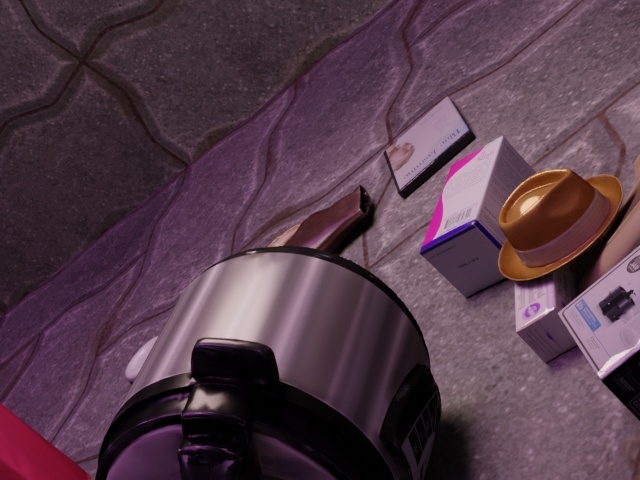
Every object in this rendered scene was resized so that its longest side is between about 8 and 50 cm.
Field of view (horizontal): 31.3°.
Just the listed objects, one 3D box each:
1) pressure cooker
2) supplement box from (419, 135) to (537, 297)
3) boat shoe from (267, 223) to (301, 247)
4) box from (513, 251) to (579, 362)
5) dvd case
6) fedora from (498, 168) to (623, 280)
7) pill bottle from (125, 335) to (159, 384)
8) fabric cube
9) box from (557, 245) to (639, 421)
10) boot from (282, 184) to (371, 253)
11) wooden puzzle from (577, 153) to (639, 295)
[{"bbox_3d":[-0.068,0.257,1.382,0.375,0.370,0.420,-38,16,32],"label":"pressure cooker"},{"bbox_3d":[0.248,-0.038,1.730,0.111,0.114,0.220,-30,25,40],"label":"supplement box"},{"bbox_3d":[-0.078,0.025,2.369,0.170,0.063,0.059,-36,15,3],"label":"boat shoe"},{"bbox_3d":[0.303,0.033,1.540,0.063,0.067,0.324,-36,20,26],"label":"box"},{"bbox_3d":[0.210,-0.188,2.260,0.180,0.022,0.253,-41,19,12],"label":"dvd case"},{"bbox_3d":[0.294,-0.036,1.478,0.194,0.079,0.194,-38,21,17],"label":"fedora"},{"bbox_3d":[-0.250,0.262,2.031,0.103,0.184,0.103,-39,20,17],"label":"pill bottle"},{"bbox_3d":[-0.617,0.509,2.179,0.259,0.258,0.254,-45,20,0],"label":"fabric cube"},{"bbox_3d":[0.414,0.048,1.239,0.290,0.087,0.169,-41,19,12],"label":"box"},{"bbox_3d":[0.000,0.000,2.199,0.207,0.090,0.248,-39,16,24],"label":"boot"},{"bbox_3d":[0.409,-0.056,1.426,0.238,0.044,0.221,-59,-7,-29],"label":"wooden puzzle"}]
